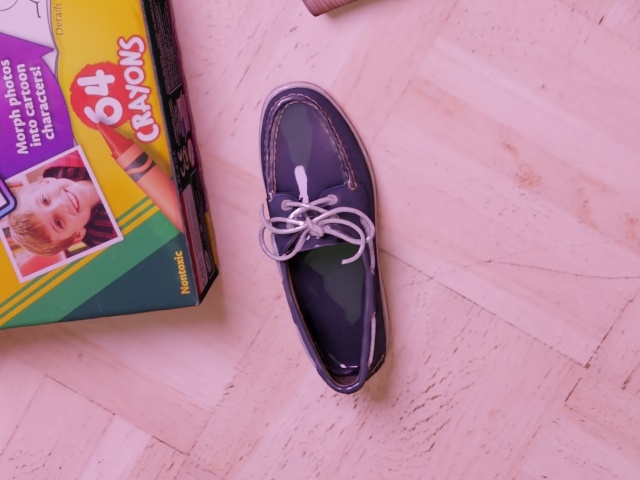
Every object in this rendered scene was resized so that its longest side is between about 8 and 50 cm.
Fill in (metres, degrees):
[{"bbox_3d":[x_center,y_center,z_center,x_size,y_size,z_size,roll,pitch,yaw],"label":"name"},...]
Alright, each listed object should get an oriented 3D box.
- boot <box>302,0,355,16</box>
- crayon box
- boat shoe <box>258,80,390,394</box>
[{"bbox_3d":[0.018,-0.285,1.233,0.152,0.073,0.197,-27,112,14],"label":"boot"},{"bbox_3d":[-0.270,-0.112,1.291,0.313,0.106,0.363,-8,104,8],"label":"crayon box"},{"bbox_3d":[0.000,0.000,1.304,0.095,0.079,0.255,-6,104,8],"label":"boat shoe"}]
